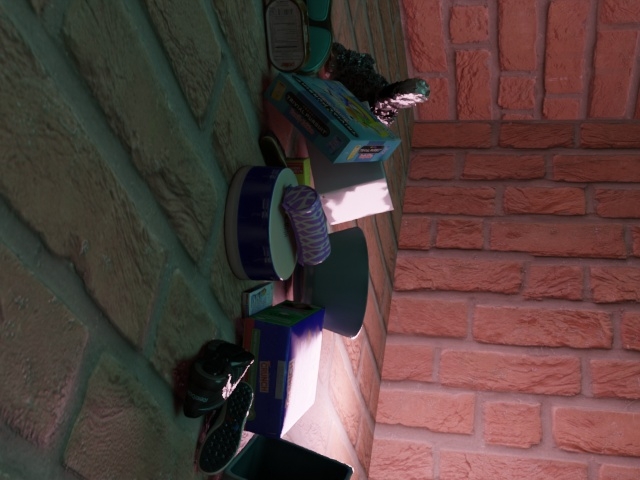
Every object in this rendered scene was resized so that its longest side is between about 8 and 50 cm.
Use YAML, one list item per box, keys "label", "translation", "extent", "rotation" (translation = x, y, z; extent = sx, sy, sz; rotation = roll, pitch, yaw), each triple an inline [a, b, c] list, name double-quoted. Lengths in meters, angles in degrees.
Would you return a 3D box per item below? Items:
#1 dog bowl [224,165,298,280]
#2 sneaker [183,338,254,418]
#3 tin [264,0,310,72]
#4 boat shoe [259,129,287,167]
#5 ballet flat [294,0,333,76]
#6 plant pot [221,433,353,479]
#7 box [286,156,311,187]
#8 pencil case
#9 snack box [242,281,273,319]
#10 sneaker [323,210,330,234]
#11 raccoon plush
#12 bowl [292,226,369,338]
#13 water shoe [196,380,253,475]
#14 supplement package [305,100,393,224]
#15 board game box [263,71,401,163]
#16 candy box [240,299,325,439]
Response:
- label: "dog bowl"
  translation: [-0.126, -0.039, 1.848]
  extent: [0.265, 0.104, 0.265]
  rotation: [2, 90, -76]
- label: "sneaker"
  translation: [-0.213, 0.273, 1.619]
  extent: [0.106, 0.101, 0.267]
  rotation: [-68, 170, 10]
- label: "tin"
  translation: [-0.082, -0.503, 1.961]
  extent: [0.040, 0.106, 0.189]
  rotation: [-46, 136, -59]
- label: "boat shoe"
  translation: [-0.108, -0.211, 1.995]
  extent: [0.152, 0.056, 0.049]
  rotation: [73, 28, -52]
- label: "ballet flat"
  translation: [-0.026, -0.569, 2.221]
  extent: [0.124, 0.116, 0.342]
  rotation: [108, -13, -66]
- label: "plant pot"
  translation: [-0.100, 0.620, 1.800]
  extent: [0.248, 0.247, 0.252]
  rotation: [-30, 139, -74]
- label: "box"
  translation: [-0.069, -0.100, 2.106]
  extent: [0.058, 0.087, 0.232]
  rotation: [-46, 137, -69]
- label: "pencil case"
  translation: [-0.030, -0.033, 1.848]
  extent: [0.088, 0.086, 0.206]
  rotation: [-41, 141, -22]
- label: "snack box"
  translation: [-0.150, 0.144, 1.944]
  extent: [0.178, 0.022, 0.064]
  rotation: [-19, 112, -75]
- label: "sneaker"
  translation: [0.000, 0.000, 2.412]
  extent: [0.095, 0.090, 0.235]
  rotation: [-79, 168, -68]
- label: "raccoon plush"
  translation: [0.185, -0.502, 2.481]
  extent: [0.216, 0.446, 0.299]
  rotation: [26, 65, -46]
- label: "bowl"
  translation: [0.017, 0.112, 2.206]
  extent: [0.311, 0.163, 0.311]
  rotation: [-177, -90, -79]
- label: "water shoe"
  translation: [-0.197, 0.393, 1.678]
  extent: [0.203, 0.073, 0.080]
  rotation: [-64, -171, -21]
- label: "supplement package"
  translation: [0.080, -0.220, 2.320]
  extent: [0.198, 0.199, 0.262]
  rotation: [64, 14, -62]
- label: "board game box"
  translation: [0.041, -0.311, 2.060]
  extent: [0.079, 0.254, 0.336]
  rotation: [-51, 164, 22]
- label: "candy box"
  translation: [-0.093, 0.302, 1.965]
  extent: [0.317, 0.122, 0.268]
  rotation: [-15, 112, -76]
